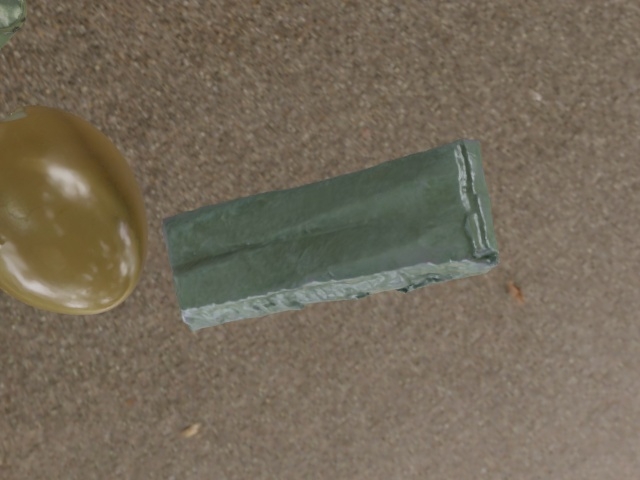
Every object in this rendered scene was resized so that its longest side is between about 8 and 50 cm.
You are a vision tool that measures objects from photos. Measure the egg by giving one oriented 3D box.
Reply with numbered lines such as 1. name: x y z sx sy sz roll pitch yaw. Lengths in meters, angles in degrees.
1. egg: -0.293 -0.026 1.167 0.201 0.244 0.201 -37 163 -13

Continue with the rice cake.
1. rice cake: 0.000 0.000 0.664 0.226 0.085 0.040 -13 156 20

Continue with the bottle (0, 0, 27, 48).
1. bottle: -0.344 -0.165 0.940 0.072 0.072 0.201 20 143 -38
